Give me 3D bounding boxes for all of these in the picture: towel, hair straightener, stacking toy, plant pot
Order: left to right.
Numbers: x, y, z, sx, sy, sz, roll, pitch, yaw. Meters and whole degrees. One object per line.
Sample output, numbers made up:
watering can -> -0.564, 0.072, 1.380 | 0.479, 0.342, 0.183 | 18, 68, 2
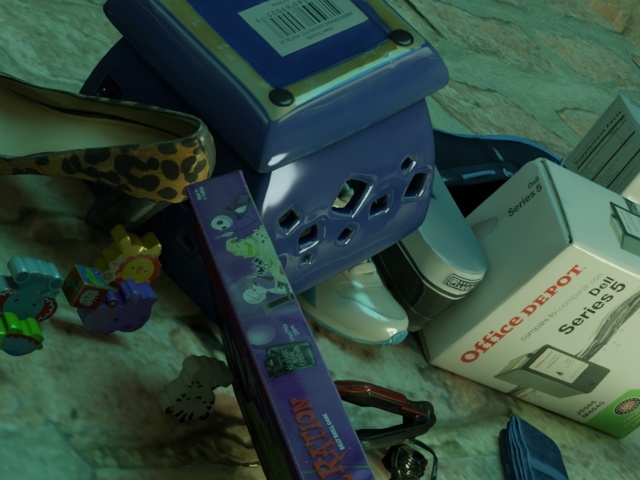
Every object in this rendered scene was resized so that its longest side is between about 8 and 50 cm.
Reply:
stacking toy -> -0.179, 0.043, 1.221 | 0.221, 0.052, 0.167 | 16, 28, -40
plant pot -> -0.045, -0.109, 1.395 | 0.236, 0.212, 0.236 | -28, 62, -33
hair straightener -> 0.050, 0.160, 1.319 | 0.230, 0.047, 0.089 | 32, 58, -71
towel -> 0.191, 0.205, 1.499 | 0.067, 0.029, 0.119 | 32, 22, -17

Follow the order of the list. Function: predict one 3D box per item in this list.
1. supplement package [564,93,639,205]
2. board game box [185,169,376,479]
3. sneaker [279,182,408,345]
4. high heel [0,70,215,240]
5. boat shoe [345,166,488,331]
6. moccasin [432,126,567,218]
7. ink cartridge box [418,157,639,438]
supplement package -> 0.406, -0.009, 2.030 | 0.262, 0.204, 0.145 | 27, 24, -26
board game box -> -0.011, 0.136, 1.113 | 0.056, 0.208, 0.347 | -13, 41, -10
sneaker -> 0.000, 0.000, 1.524 | 0.228, 0.092, 0.087 | 46, 21, 17
high heel -> -0.207, -0.101, 1.261 | 0.261, 0.186, 0.093 | 30, 59, -19
boat shoe -> 0.052, -0.051, 1.619 | 0.113, 0.105, 0.306 | 8, 45, -46
moccasin -> 0.151, -0.037, 1.815 | 0.342, 0.137, 0.116 | 5, 46, -40
ink cartridge box -> 0.249, 0.061, 1.634 | 0.273, 0.198, 0.114 | 22, 39, -34
